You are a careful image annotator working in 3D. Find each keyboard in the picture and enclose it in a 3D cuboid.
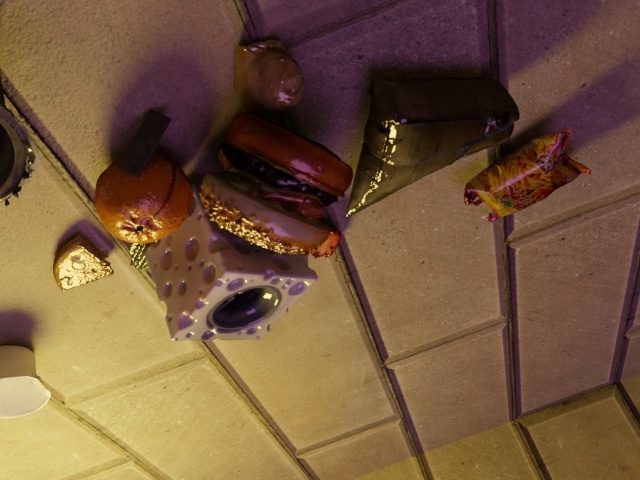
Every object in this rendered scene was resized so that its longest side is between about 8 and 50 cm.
[{"bbox_3d":[-0.327,-0.180,1.322,0.129,0.049,0.015,-64,165,-10],"label":"keyboard"}]

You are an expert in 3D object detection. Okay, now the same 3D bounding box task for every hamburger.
[{"bbox_3d":[-0.090,-0.102,1.360,0.291,0.291,0.225,21,98,-40],"label":"hamburger"}]

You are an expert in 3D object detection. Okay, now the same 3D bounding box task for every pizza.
[{"bbox_3d":[-0.524,0.052,1.577,0.131,0.041,0.178,0,138,-19],"label":"pizza"}]

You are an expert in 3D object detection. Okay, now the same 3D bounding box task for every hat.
[{"bbox_3d":[-0.767,0.338,1.749,0.203,0.126,0.203,-12,142,-10],"label":"hat"}]

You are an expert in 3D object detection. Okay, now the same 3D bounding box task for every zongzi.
[{"bbox_3d":[0.226,-0.181,1.517,0.323,0.160,0.360,-3,138,-18],"label":"zongzi"}]

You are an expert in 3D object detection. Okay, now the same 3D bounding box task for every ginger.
[{"bbox_3d":[-0.086,-0.268,1.326,0.115,0.123,0.193,-22,152,-15],"label":"ginger"}]

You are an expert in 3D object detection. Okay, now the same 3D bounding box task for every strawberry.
[{"bbox_3d":[-0.002,-0.003,1.732,0.104,0.048,0.152,-20,156,-11],"label":"strawberry"}]

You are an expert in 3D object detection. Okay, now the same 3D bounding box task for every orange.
[{"bbox_3d":[-0.346,-0.080,1.398,0.193,0.161,0.193,-15,144,-12],"label":"orange"}]

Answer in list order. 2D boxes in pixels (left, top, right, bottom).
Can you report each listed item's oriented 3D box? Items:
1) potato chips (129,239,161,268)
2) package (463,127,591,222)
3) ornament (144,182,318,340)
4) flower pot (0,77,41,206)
[{"bbox_3d":[-0.375,-0.001,1.590,0.092,0.028,0.207,0,140,-25],"label":"potato chips"},{"bbox_3d":[0.491,-0.153,1.715,0.288,0.108,0.223,-28,147,22],"label":"package"},{"bbox_3d":[-0.197,0.055,1.534,0.239,0.240,0.240,8,135,-42],"label":"ornament"},{"bbox_3d":[-0.584,-0.202,1.072,0.290,0.259,0.290,-13,142,-10],"label":"flower pot"}]
